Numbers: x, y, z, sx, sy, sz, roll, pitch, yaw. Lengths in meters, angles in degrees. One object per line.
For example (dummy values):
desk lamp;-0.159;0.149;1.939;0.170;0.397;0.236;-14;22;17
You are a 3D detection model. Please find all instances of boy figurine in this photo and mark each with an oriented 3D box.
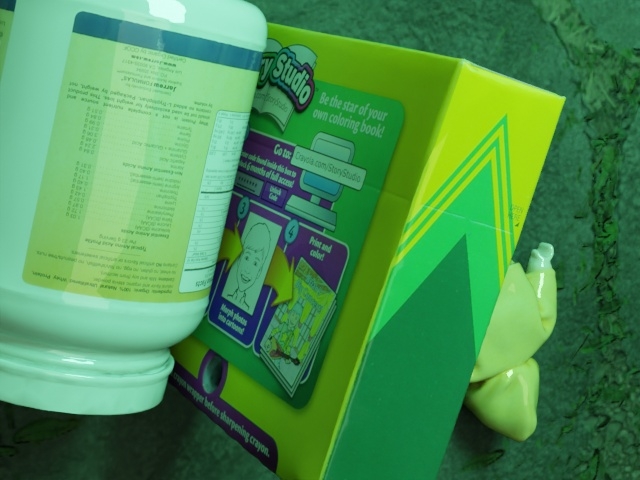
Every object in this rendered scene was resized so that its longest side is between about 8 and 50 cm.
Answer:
boy figurine;0.163;0.066;1.303;0.177;0.092;0.285;-31;116;-18

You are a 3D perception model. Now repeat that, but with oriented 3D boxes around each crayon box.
crayon box;0.000;0.000;1.039;0.106;0.363;0.313;17;95;-31

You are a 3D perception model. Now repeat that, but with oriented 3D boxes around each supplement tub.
supplement tub;-0.180;-0.047;1.008;0.228;0.228;0.316;9;99;-30
